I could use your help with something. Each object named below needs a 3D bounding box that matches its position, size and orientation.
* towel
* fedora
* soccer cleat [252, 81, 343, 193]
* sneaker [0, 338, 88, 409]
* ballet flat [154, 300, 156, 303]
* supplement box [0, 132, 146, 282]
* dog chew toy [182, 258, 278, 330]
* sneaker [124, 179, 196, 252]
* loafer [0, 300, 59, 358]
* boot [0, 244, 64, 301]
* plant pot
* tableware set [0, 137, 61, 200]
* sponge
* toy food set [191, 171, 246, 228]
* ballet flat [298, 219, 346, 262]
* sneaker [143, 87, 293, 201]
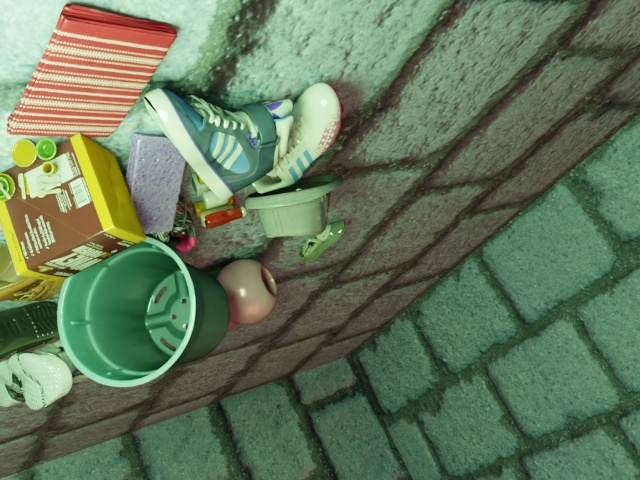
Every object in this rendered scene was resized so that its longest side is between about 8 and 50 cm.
[{"bbox_3d":[-0.374,-0.262,1.056,0.199,0.031,0.275,-7,154,-48],"label":"towel"},{"bbox_3d":[-0.058,-0.074,1.590,0.244,0.124,0.275,-7,-168,17],"label":"fedora"},{"bbox_3d":[-0.060,-0.208,1.435,0.143,0.116,0.331,-32,167,-35],"label":"soccer cleat"},{"bbox_3d":[-0.643,0.307,1.573,0.366,0.137,0.210,-16,-176,42],"label":"sneaker"},{"bbox_3d":[-0.525,0.141,1.803,0.079,0.076,0.221,-8,154,0],"label":"ballet flat"},{"bbox_3d":[-0.460,-0.054,1.184,0.194,0.191,0.129,-25,167,5],"label":"supplement box"},{"bbox_3d":[-0.302,0.190,2.026,0.332,0.206,0.207,-24,161,15],"label":"dog chew toy"},{"bbox_3d":[-0.354,-0.064,1.445,0.121,0.112,0.299,-30,159,6],"label":"sneaker"},{"bbox_3d":[-0.811,0.249,1.592,0.366,0.133,0.130,-5,152,-49],"label":"loafer"},{"bbox_3d":[-0.712,0.106,1.448,0.283,0.109,0.220,-37,163,6],"label":"boot"},{"bbox_3d":[-0.397,0.176,1.605,0.341,0.341,0.334,-31,166,8],"label":"plant pot"},{"bbox_3d":[-0.523,-0.122,1.117,0.154,0.103,0.024,-6,-179,9],"label":"tableware set"},{"bbox_3d":[-0.338,-0.113,1.316,0.117,0.031,0.210,-8,120,-47],"label":"sponge"},{"bbox_3d":[-0.231,-0.100,1.506,0.105,0.111,0.232,-18,160,-19],"label":"toy food set"},{"bbox_3d":[0.000,0.000,2.122,0.068,0.072,0.213,22,132,-25],"label":"ballet flat"},{"bbox_3d":[-0.172,-0.234,1.259,0.236,0.130,0.322,-39,147,-5],"label":"sneaker"}]
